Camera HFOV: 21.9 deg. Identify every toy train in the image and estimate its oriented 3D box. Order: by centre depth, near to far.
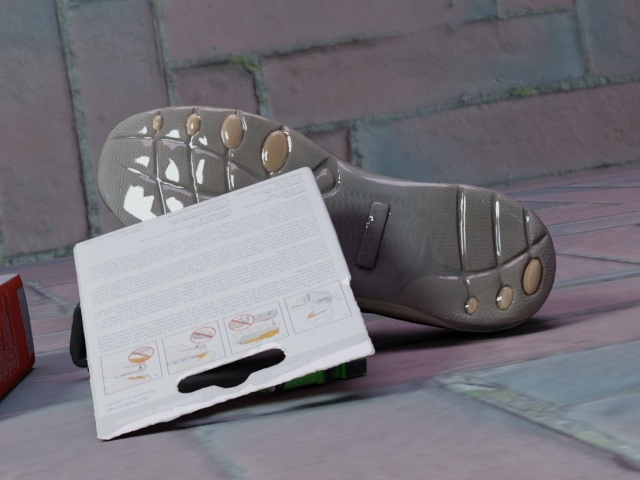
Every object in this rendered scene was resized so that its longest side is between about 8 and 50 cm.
[{"bbox_3d":[-0.005,0.087,1.089,0.083,0.017,0.024,-10,15,-33],"label":"toy train"}]

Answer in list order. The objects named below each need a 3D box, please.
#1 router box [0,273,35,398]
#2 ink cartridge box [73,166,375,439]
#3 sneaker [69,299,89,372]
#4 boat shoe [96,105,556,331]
[{"bbox_3d":[-0.407,0.099,1.251,0.336,0.082,0.301,-8,4,-1],"label":"router box"},{"bbox_3d":[-0.065,0.051,1.093,0.181,0.056,0.224,-18,36,-1],"label":"ink cartridge box"},{"bbox_3d":[-0.127,0.053,1.325,0.130,0.087,0.227,-1,10,5],"label":"sneaker"},{"bbox_3d":[0.000,0.000,1.262,0.355,0.132,0.130,19,-13,9],"label":"boat shoe"}]
